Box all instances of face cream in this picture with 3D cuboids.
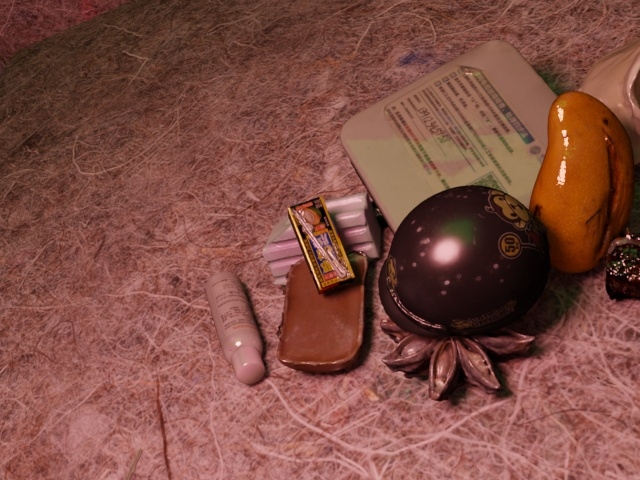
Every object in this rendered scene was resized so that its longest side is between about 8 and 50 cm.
[{"bbox_3d":[-0.166,0.170,1.406,0.081,0.082,0.269,-30,39,3],"label":"face cream"}]

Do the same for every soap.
[{"bbox_3d":[0.000,0.000,1.430,0.230,0.145,0.091,-11,35,17],"label":"soap"}]

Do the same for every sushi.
[{"bbox_3d":[0.484,0.044,1.103,0.084,0.098,0.094,5,50,35],"label":"sushi"}]

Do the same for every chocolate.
[{"bbox_3d":[0.009,0.140,1.324,0.160,0.083,0.262,1,49,11],"label":"chocolate"}]

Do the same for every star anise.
[{"bbox_3d":[0.216,0.153,1.163,0.236,0.109,0.223,32,78,29],"label":"star anise"}]

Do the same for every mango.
[{"bbox_3d":[0.420,-0.086,1.140,0.177,0.295,0.120,-9,24,-21],"label":"mango"}]

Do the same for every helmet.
[{"bbox_3d":[0.205,0.019,1.088,0.278,0.160,0.231,-19,59,10],"label":"helmet"}]

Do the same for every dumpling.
[{"bbox_3d":[0.568,-0.298,1.287,0.187,0.243,0.318,17,61,23],"label":"dumpling"}]

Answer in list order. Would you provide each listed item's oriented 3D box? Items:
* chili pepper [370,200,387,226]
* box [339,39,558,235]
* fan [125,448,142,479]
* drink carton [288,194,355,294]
[{"bbox_3d":[0.082,-0.053,1.469,0.216,0.108,0.062,-9,77,21],"label":"chili pepper"},{"bbox_3d":[0.281,-0.155,1.352,0.396,0.111,0.396,-29,61,2],"label":"box"},{"bbox_3d":[-0.390,0.517,1.254,0.190,0.009,0.329,-2,49,32],"label":"fan"},{"bbox_3d":[0.000,0.009,1.306,0.071,0.056,0.166,-21,75,-6],"label":"drink carton"}]
